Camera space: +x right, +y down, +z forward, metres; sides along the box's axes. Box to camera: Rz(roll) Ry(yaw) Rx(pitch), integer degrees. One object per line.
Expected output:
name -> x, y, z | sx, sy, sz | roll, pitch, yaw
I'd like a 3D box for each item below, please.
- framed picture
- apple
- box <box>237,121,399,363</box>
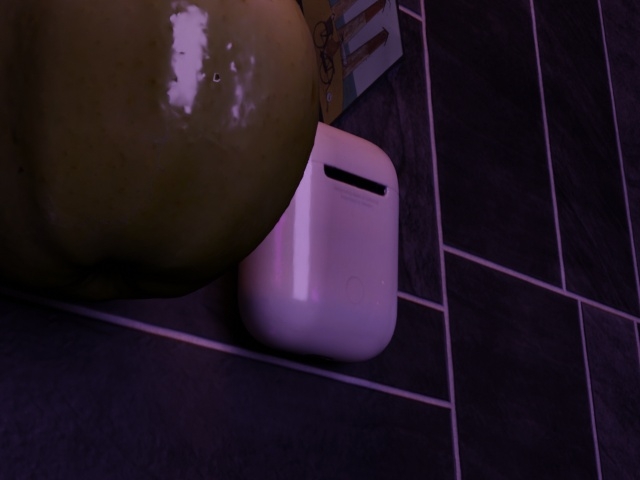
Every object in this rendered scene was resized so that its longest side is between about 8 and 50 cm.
framed picture -> 0.057, -0.357, 2.201 | 0.324, 0.013, 0.244 | -47, 135, -46
apple -> -0.230, -0.147, 1.556 | 0.473, 0.473, 0.474 | 22, 57, -39
box -> 0.001, 0.000, 1.931 | 0.288, 0.141, 0.349 | 16, 70, -45
